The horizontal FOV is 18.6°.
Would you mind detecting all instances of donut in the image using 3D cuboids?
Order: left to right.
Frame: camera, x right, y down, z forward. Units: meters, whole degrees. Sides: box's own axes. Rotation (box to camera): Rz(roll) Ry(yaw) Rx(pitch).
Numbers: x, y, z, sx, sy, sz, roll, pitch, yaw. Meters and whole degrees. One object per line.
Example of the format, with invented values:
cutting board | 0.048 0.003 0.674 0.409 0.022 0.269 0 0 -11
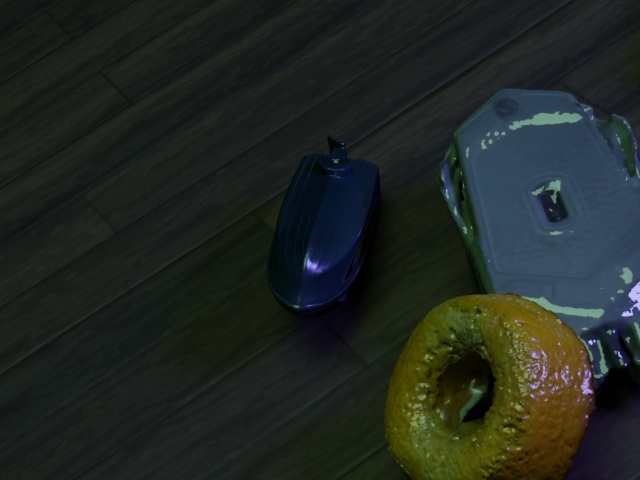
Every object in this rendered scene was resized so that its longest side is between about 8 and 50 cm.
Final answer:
donut | 0.170 0.168 2.016 0.253 0.118 0.253 -28 55 48

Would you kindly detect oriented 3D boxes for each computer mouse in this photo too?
computer mouse | 0.271 0.010 2.191 0.228 0.145 0.429 -15 51 0

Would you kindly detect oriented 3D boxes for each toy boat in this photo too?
toy boat | 0.000 0.002 2.346 0.114 0.122 0.296 7 35 7
